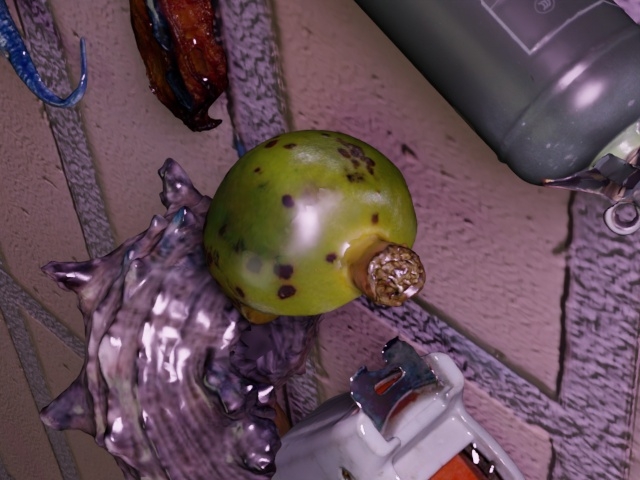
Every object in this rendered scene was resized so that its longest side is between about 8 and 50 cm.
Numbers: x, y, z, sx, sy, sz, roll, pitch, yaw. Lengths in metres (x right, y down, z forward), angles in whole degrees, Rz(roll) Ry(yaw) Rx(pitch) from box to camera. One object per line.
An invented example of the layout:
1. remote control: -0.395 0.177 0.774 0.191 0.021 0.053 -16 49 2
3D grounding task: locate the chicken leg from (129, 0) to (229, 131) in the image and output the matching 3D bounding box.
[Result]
1. chicken leg: -0.129 -0.195 1.017 0.106 0.051 0.253 15 131 59

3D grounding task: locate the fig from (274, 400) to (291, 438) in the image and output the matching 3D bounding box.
1. fig: -0.080 0.232 1.339 0.230 0.143 0.160 62 -175 -29

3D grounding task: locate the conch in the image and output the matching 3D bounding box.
1. conch: -0.090 0.098 1.063 0.186 0.241 0.313 -8 76 26

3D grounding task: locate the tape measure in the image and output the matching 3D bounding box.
1. tape measure: 0.064 0.216 1.090 0.246 0.125 0.243 55 154 1

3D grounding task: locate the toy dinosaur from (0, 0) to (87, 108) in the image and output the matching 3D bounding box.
1. toy dinosaur: -0.341 -0.245 1.278 0.363 0.076 0.147 55 147 9

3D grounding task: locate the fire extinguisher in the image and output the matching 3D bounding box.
1. fire extinguisher: 0.080 -0.118 0.692 0.095 0.114 0.311 -46 78 18

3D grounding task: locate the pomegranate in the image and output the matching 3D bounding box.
1. pomegranate: -0.007 -0.012 0.918 0.122 0.143 0.169 62 162 -14
